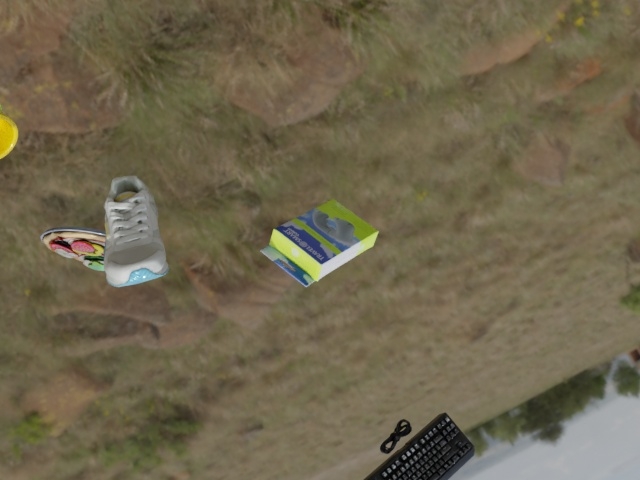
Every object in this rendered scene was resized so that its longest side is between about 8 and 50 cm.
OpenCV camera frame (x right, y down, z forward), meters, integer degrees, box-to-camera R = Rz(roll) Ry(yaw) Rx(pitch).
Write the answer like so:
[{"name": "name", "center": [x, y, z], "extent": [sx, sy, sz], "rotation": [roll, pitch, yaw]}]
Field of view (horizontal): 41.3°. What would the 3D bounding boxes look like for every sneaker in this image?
[{"name": "sneaker", "center": [-0.262, -0.013, 1.163], "extent": [0.088, 0.228, 0.092], "rotation": [-14, 119, -10]}]

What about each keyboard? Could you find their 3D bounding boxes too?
[{"name": "keyboard", "center": [0.137, 0.314, 1.227], "extent": [0.180, 0.108, 0.023], "rotation": [-30, 159, -36]}]

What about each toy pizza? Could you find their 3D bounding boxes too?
[{"name": "toy pizza", "center": [-0.418, 0.022, 1.573], "extent": [0.201, 0.032, 0.201], "rotation": [6, 162, 2]}]

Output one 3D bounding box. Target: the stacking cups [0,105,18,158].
[{"name": "stacking cups", "center": [-0.597, -0.252, 1.360], "extent": [0.096, 0.316, 0.096], "rotation": [-31, 149, -21]}]

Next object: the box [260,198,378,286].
[{"name": "box", "center": [0.000, 0.000, 1.402], "extent": [0.178, 0.109, 0.042], "rotation": [-30, 148, -44]}]
